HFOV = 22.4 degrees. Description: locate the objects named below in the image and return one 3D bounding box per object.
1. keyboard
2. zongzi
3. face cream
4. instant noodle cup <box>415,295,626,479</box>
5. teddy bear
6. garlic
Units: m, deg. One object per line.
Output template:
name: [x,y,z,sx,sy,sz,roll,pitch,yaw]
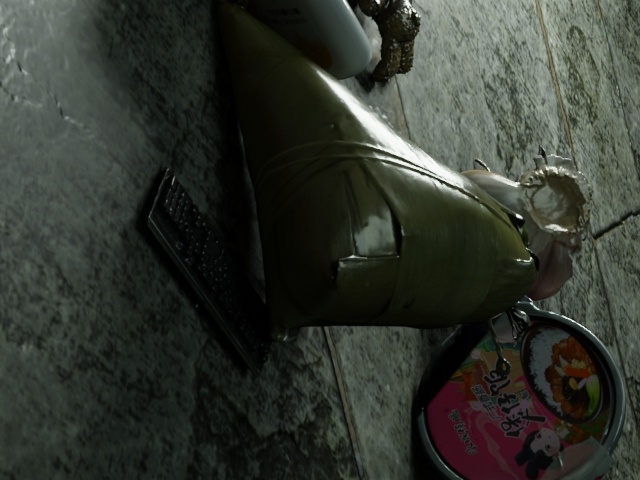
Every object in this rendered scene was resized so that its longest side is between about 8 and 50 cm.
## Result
keyboard: [-0.109,0.034,1.627,0.230,0.025,0.094,57,32,-34]
zongzi: [0.090,-0.069,1.806,0.447,0.181,0.418,6,58,-46]
face cream: [-0.050,-0.298,1.747,0.071,0.144,0.291,-50,130,-23]
instant noodle cup: [0.262,0.238,2.037,0.181,0.258,0.302,61,29,-58]
teddy bear: [0.093,-0.289,2.073,0.119,0.078,0.160,-33,110,-57]
garlic: [0.277,-0.054,2.206,0.207,0.207,0.257,56,28,-36]
